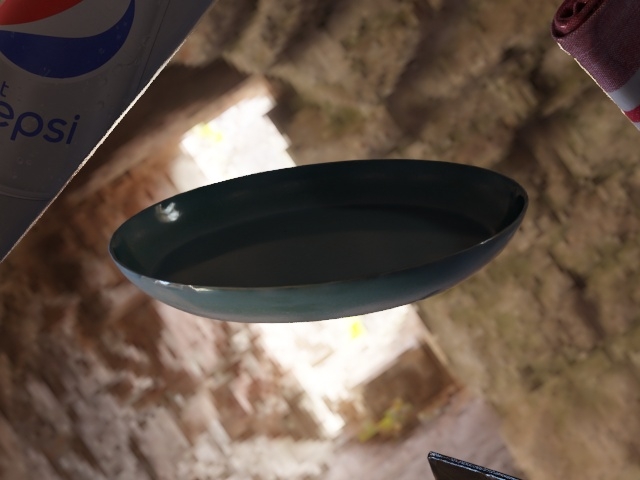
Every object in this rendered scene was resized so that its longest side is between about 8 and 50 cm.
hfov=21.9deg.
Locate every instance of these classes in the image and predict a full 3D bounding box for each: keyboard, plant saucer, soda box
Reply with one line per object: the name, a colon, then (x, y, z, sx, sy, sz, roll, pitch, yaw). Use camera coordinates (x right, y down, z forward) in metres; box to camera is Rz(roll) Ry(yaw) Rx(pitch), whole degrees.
keyboard: (0.202, 0.278, 1.785, 0.038, 0.100, 0.192, -35, 29, -30)
plant saucer: (0.000, 0.000, 1.257, 0.318, 0.043, 0.317, -6, 17, 2)
soda box: (-0.132, -0.119, 0.948, 0.286, 0.091, 0.098, -51, 8, -4)

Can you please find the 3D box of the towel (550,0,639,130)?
towel: (0.305, -0.133, 1.067, 0.237, 0.329, 0.037, -55, 37, -5)
